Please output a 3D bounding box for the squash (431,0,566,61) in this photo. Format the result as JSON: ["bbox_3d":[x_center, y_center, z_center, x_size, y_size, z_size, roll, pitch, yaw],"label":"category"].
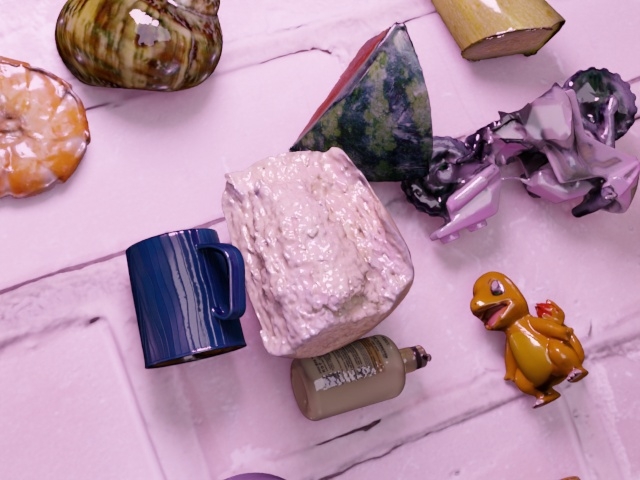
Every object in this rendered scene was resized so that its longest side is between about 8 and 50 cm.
[{"bbox_3d":[0.170,-0.342,1.389,0.137,0.137,0.287,-40,86,-19],"label":"squash"}]

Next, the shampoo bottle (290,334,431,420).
[{"bbox_3d":[0.050,0.155,1.274,0.162,0.079,0.079,-14,84,-19],"label":"shampoo bottle"}]

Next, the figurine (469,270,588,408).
[{"bbox_3d":[0.262,0.107,1.348,0.176,0.121,0.122,49,43,7],"label":"figurine"}]

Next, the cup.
[{"bbox_3d":[-0.137,0.060,1.212,0.150,0.113,0.138,-16,82,14],"label":"cup"}]

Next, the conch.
[{"bbox_3d":[-0.202,-0.253,1.257,0.187,0.124,0.181,43,68,4],"label":"conch"}]

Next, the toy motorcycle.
[{"bbox_3d":[0.268,-0.086,1.352,0.327,0.143,0.188,-24,87,-11],"label":"toy motorcycle"}]

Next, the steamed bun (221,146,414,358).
[{"bbox_3d":[0.000,0.000,1.215,0.200,0.170,0.225,-1,60,-56],"label":"steamed bun"}]

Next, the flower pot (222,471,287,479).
[{"bbox_3d":[-0.060,0.381,1.118,0.265,0.243,0.264,2,82,-15],"label":"flower pot"}]

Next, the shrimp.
[{"bbox_3d":[-0.416,-0.140,1.208,0.317,0.062,0.164,16,79,-15],"label":"shrimp"}]

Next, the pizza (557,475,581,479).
[{"bbox_3d":[0.295,0.321,1.347,0.083,0.016,0.037,-35,89,-23],"label":"pizza"}]

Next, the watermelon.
[{"bbox_3d":[0.044,-0.181,1.284,0.136,0.207,0.202,-10,41,-26],"label":"watermelon"}]
